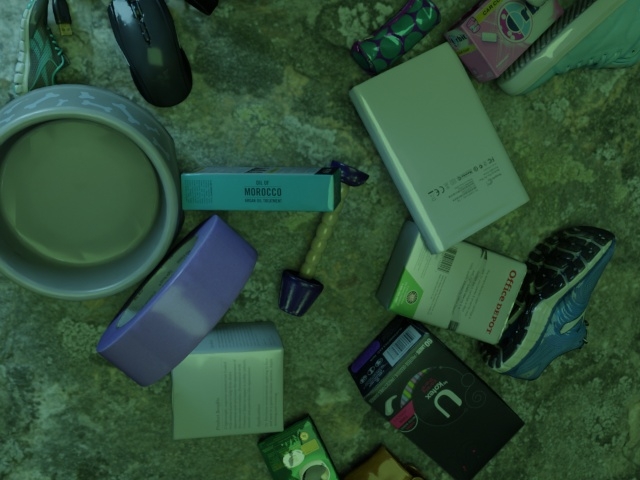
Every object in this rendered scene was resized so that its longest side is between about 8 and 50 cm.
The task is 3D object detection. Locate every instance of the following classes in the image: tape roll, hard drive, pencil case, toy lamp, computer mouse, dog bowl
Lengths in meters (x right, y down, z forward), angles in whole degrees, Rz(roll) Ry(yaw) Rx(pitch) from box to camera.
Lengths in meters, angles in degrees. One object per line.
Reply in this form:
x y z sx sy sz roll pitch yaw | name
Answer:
-0.222 0.090 1.083 0.090 0.275 0.275 43 92 -14 | tape roll
0.204 -0.158 1.180 0.203 0.040 0.307 -29 93 -16 | hard drive
0.126 -0.346 1.164 0.152 0.064 0.070 -40 130 -1 | pencil case
0.000 0.000 1.209 0.080 0.080 0.274 23 95 -14 | toy lamp
-0.315 -0.329 1.091 0.184 0.060 0.262 -16 103 -8 | computer mouse
-0.380 -0.063 1.091 0.349 0.102 0.349 -4 110 -11 | dog bowl

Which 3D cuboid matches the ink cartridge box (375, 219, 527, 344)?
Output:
0.235 0.075 1.255 0.219 0.092 0.160 19 96 -13 | ink cartridge box

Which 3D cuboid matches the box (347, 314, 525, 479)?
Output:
0.207 0.284 1.268 0.270 0.143 0.165 42 92 -16 | box

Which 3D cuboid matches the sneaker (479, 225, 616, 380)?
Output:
0.442 0.120 1.303 0.147 0.130 0.330 31 98 -29 | sneaker

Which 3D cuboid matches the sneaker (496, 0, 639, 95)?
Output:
0.479 -0.339 1.194 0.366 0.135 0.150 -38 102 0 | sneaker

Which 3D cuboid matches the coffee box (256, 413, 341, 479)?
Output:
-0.029 0.429 1.275 0.113 0.040 0.184 -28 81 -3 | coffee box

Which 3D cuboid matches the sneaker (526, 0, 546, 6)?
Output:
0.394 -0.490 1.127 0.095 0.104 0.236 32 64 -20 | sneaker

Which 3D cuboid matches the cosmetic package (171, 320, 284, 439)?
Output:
-0.161 0.233 1.187 0.184 0.151 0.151 0 101 -11 | cosmetic package

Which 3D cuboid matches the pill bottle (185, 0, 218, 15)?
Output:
-0.145 -0.462 1.062 0.123 0.123 0.219 35 94 -15 | pill bottle

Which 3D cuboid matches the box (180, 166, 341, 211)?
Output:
-0.093 -0.084 1.126 0.244 0.100 0.060 1 103 9 | box

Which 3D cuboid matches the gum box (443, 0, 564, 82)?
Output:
0.314 -0.371 1.177 0.188 0.062 0.107 -44 105 -12 | gum box

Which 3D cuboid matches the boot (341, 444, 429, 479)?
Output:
0.149 0.552 1.334 0.211 0.104 0.295 -40 101 0 | boot

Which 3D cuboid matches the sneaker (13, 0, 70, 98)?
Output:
-0.427 -0.295 1.081 0.076 0.065 0.166 8 109 -16 | sneaker
